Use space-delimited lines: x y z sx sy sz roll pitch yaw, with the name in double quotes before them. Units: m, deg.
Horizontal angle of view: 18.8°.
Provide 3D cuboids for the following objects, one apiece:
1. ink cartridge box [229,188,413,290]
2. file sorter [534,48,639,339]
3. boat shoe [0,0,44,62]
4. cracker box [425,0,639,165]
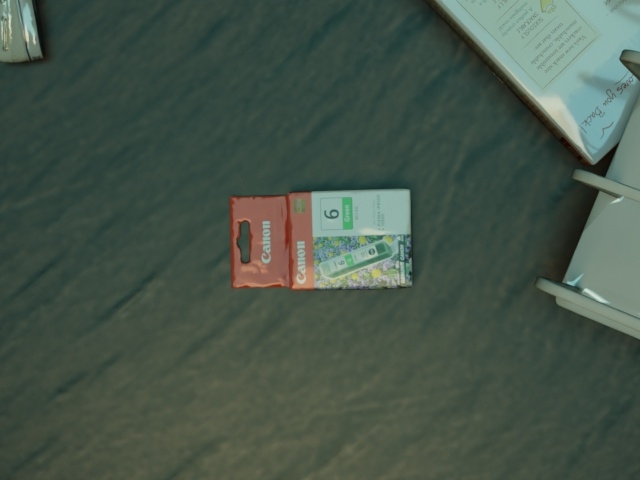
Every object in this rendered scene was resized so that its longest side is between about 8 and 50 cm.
"ink cartridge box" 0.000 0.000 1.210 0.115 0.029 0.063 -1 91 1
"file sorter" 0.253 -0.059 1.044 0.193 0.173 0.277 23 94 17
"boat shoe" -0.198 -0.160 1.213 0.035 0.035 0.100 -10 97 -1
"cracker box" 0.141 -0.180 1.185 0.156 0.067 0.232 -43 89 2
